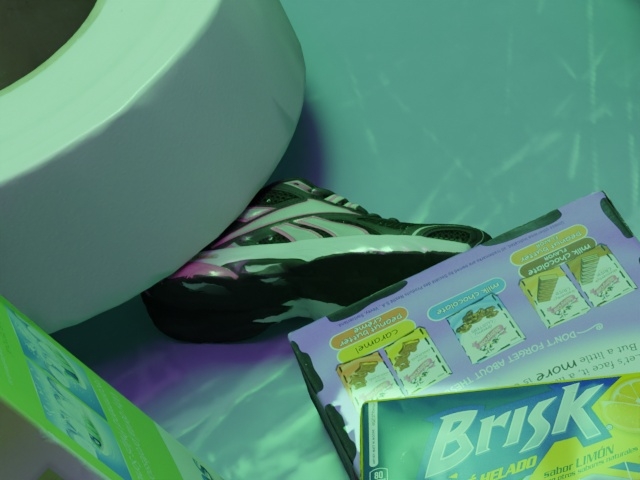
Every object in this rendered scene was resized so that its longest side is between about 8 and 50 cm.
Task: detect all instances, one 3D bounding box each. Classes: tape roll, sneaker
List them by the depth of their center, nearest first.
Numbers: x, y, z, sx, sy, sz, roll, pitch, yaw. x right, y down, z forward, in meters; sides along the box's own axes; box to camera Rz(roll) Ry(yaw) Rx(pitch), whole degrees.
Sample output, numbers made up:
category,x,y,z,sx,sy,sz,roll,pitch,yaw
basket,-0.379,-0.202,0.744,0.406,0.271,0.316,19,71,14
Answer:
category,x,y,z,sx,sy,sz,roll,pitch,yaw
sneaker,0.000,0.000,0.856,0.178,0.072,0.077,0,51,13
tape roll,-0.155,-0.082,0.908,0.286,0.100,0.286,-16,42,15

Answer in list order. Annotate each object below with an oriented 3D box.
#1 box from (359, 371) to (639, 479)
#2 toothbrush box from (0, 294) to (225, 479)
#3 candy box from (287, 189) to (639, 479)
category,x,y,z,sx,sy,sz,roll,pitch,yaw
box,0.102,0.090,0.670,0.169,0.059,0.054,-7,49,8
toothbrush box,-0.174,0.115,0.617,0.206,0.283,0.122,-44,31,2
candy box,0.100,0.094,0.755,0.165,0.070,0.196,-24,50,-5
